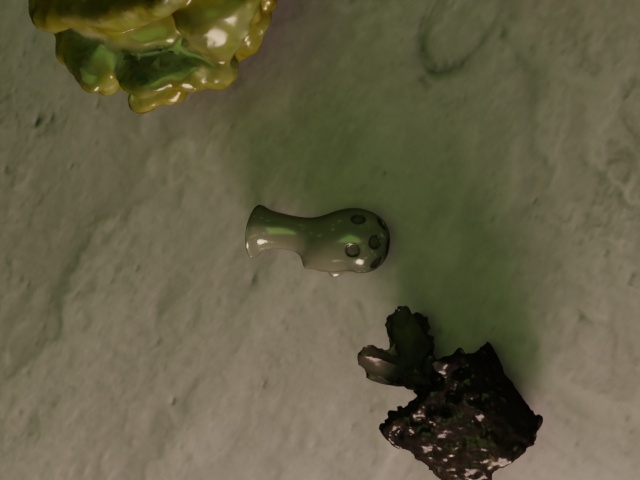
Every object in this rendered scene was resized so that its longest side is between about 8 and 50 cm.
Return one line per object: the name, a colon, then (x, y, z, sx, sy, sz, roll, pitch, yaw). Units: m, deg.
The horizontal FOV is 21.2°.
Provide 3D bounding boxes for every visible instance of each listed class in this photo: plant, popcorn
plant: (0.132, 0.166, 1.825, 0.203, 0.142, 0.131, 41, 113, 3)
popcorn: (-0.174, -0.277, 1.819, 0.312, 0.312, 0.312, 1, 92, 18)

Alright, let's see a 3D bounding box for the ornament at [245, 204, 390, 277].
ornament: (0.000, 0.000, 1.890, 0.156, 0.075, 0.081, 6, 102, 16)
